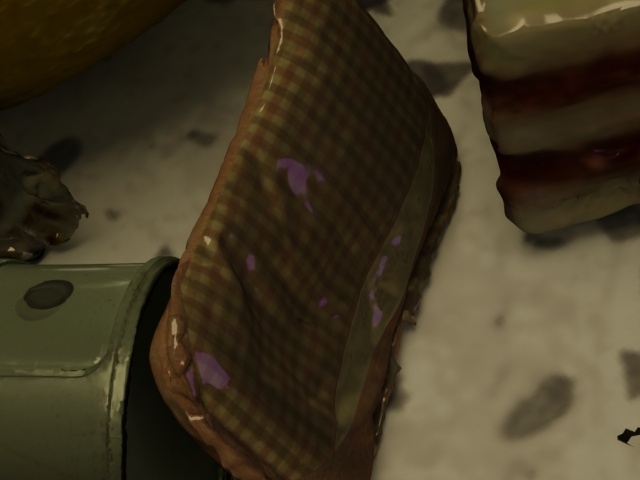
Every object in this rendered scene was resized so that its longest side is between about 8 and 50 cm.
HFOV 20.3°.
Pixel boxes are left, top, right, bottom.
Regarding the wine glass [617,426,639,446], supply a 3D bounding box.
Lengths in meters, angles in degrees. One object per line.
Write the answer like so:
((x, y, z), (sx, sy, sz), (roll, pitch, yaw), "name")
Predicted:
((0.117, 0.162, 0.408), (0.143, 0.321, 0.143), (-11, 47, 12), "wine glass")

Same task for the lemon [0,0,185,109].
((-0.173, -0.210, 0.742), (0.364, 0.364, 0.364), (-7, 53, 9), "lemon")

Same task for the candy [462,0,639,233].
((0.208, -0.131, 0.712), (0.320, 0.135, 0.179), (-12, 52, 3), "candy")

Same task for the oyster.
((-0.186, -0.018, 0.745), (0.165, 0.108, 0.053), (-12, 73, 16), "oyster")

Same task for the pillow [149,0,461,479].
((0.001, 0.002, 0.672), (0.034, 0.135, 0.211), (-7, 52, 33), "pillow")

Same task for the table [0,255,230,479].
((-0.154, 0.069, 0.661), (0.220, 0.126, 0.126), (-1, 55, 15), "table")
